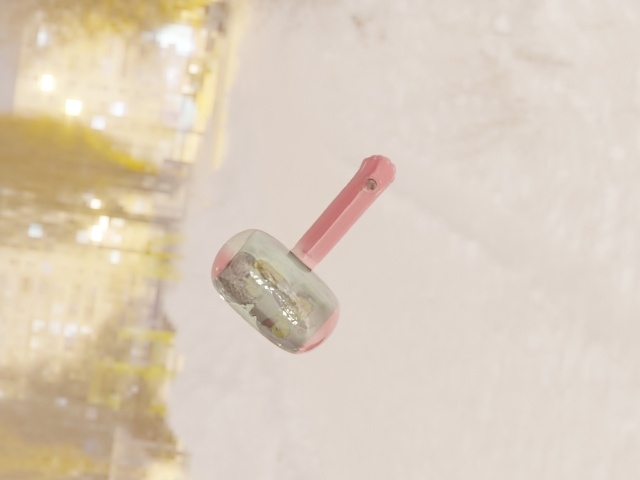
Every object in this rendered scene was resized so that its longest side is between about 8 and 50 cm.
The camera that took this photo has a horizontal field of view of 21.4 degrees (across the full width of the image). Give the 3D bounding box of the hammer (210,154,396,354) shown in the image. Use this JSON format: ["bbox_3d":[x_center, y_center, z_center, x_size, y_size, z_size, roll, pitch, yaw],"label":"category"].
[{"bbox_3d":[0.000,0.000,0.639,0.083,0.052,0.031,-49,3,-13],"label":"hammer"}]
